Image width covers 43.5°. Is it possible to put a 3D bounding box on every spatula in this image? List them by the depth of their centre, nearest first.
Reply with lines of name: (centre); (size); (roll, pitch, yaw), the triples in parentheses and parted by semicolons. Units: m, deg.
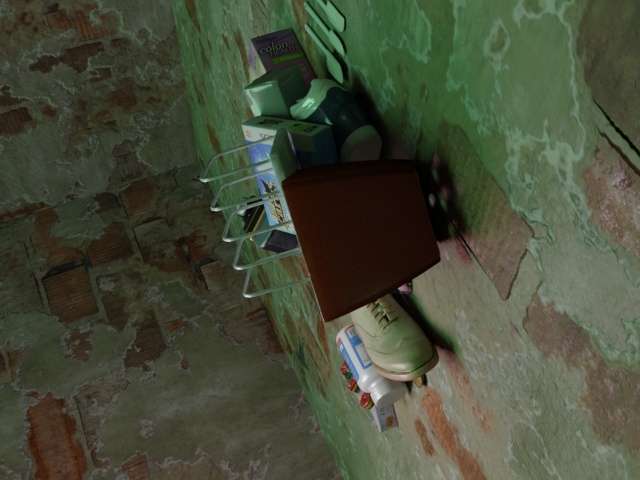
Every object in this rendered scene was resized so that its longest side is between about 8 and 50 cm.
spatula: (0.003, -0.480, 1.807); (0.168, 0.019, 0.242); (84, 161, -45)

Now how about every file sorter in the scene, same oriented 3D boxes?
file sorter: (-0.113, -0.054, 1.630); (0.193, 0.173, 0.278); (-87, -20, -67)

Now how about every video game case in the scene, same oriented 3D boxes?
video game case: (-0.050, -0.132, 1.774); (0.244, 0.061, 0.270); (17, 130, 47)

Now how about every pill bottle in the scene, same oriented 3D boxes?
pill bottle: (0.139, 0.329, 2.143); (0.124, 0.124, 0.222); (91, 157, -54)

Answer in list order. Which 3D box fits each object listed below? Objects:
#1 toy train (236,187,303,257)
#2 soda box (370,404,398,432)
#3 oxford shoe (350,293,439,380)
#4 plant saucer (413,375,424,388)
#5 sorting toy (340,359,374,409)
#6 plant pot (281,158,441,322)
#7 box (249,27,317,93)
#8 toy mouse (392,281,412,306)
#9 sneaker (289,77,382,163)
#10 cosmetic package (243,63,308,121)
toy train: (-0.059, -0.025, 2.073); (0.142, 0.334, 0.190); (-59, 39, 15)
soda box: (0.171, 0.461, 2.337); (0.063, 0.058, 0.183); (-147, 40, -68)
oxford shoe: (0.145, 0.199, 1.866); (0.147, 0.140, 0.397); (63, 169, -22)
plant saucer: (0.238, 0.325, 1.986); (0.083, 0.015, 0.083); (161, 90, -77)
sorting toy: (0.109, 0.364, 2.299); (0.132, 0.046, 0.274); (-62, 22, 8)
plant pot: (0.091, -0.030, 1.525); (0.267, 0.235, 0.267); (-64, -43, -79)
box: (-0.088, -0.380, 2.084); (0.213, 0.117, 0.243); (99, 148, -63)
toy mouse: (0.178, 0.094, 1.872); (0.161, 0.031, 0.143); (-150, 42, -69)
sneaker: (0.021, -0.215, 1.804); (0.236, 0.130, 0.323); (54, 155, 24)
cosmetic package: (-0.075, -0.275, 1.871); (0.127, 0.107, 0.238); (-55, -47, -51)
